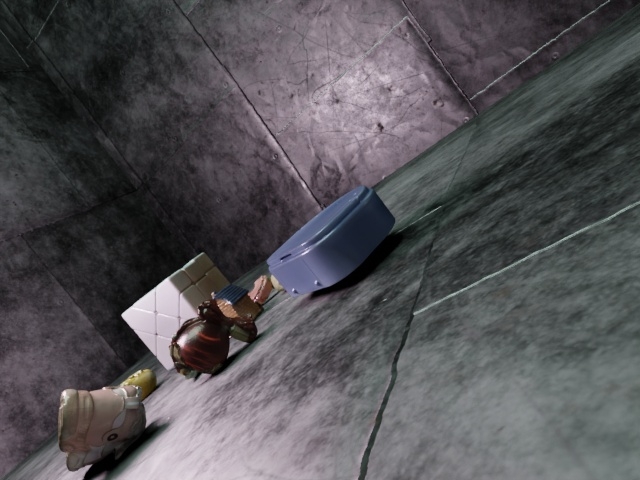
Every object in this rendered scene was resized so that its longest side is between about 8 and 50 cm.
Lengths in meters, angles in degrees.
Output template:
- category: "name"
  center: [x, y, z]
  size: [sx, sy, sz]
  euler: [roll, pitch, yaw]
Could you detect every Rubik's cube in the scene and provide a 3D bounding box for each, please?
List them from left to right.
- category: "Rubik's cube"
  center: [-0.569, 0.296, 2.021]
  size: [0.322, 0.319, 0.316]
  euler: [-35, 6, 21]

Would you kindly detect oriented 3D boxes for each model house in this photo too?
- category: "model house"
  center: [-0.344, 0.255, 1.734]
  size: [0.183, 0.172, 0.166]
  euler: [-35, 7, 22]

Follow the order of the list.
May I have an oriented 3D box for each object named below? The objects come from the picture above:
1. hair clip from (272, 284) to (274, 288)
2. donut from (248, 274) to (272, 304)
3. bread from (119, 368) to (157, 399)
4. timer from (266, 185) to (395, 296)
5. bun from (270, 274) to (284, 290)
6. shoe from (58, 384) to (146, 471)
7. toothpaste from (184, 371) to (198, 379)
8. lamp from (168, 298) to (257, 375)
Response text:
- category: "hair clip"
  center: [-0.151, 0.159, 2.019]
  size: [0.034, 0.072, 0.226]
  euler: [-42, 12, 26]
- category: "donut"
  center: [-0.258, 0.224, 1.912]
  size: [0.166, 0.065, 0.117]
  euler: [-41, 31, 25]
- category: "bread"
  center: [-0.671, 0.545, 1.775]
  size: [0.110, 0.103, 0.156]
  euler: [-25, 11, 0]
- category: "timer"
  center: [0.055, -0.001, 1.371]
  size: [0.395, 0.173, 0.395]
  euler: [-39, 7, 6]
- category: "bun"
  center: [-0.113, 0.118, 1.835]
  size: [0.164, 0.111, 0.188]
  euler: [-54, -1, 29]
- category: "shoe"
  center: [-0.564, 0.496, 1.248]
  size: [0.198, 0.172, 0.351]
  euler: [-1, -29, -20]
- category: "toothpaste"
  center: [-0.397, 0.404, 1.527]
  size: [0.062, 0.037, 0.216]
  euler: [-37, 2, 1]
- category: "lamp"
  center: [-0.311, 0.294, 1.353]
  size: [0.223, 0.215, 0.151]
  euler: [-58, 18, 6]
